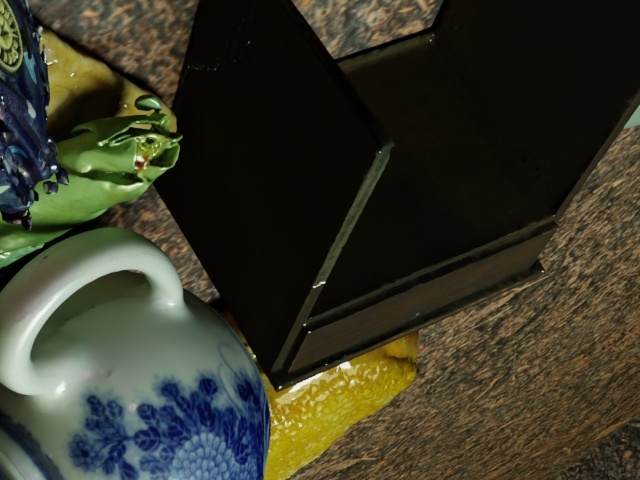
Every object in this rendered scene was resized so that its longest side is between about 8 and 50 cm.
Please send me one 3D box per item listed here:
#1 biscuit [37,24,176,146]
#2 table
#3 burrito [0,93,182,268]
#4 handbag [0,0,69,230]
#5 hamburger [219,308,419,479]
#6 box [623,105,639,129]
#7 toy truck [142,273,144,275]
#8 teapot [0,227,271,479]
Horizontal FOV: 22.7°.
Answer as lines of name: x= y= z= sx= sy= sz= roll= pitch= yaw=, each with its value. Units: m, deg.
biscuit: x=-0.175 y=-0.073 z=1.008 sx=0.118 sy=0.029 sz=0.247 roll=-36 pitch=159 yaw=11
table: x=0.055 y=-0.080 z=1.088 sx=0.250 sy=0.196 sz=0.282 roll=-20 pitch=156 yaw=-27
burrito: x=-0.220 y=-0.010 z=1.006 sx=0.288 sy=0.054 sz=0.104 roll=-27 pitch=159 yaw=17
handbag: x=-0.196 y=-0.103 z=0.744 sx=0.113 sy=0.162 sz=0.260 roll=-18 pitch=158 yaw=-1
hamburger: x=-0.045 y=0.119 z=1.471 sx=0.283 sy=0.144 sz=0.156 roll=-37 pitch=149 yaw=9
box: x=0.235 y=-0.153 z=1.323 sx=0.210 sy=0.045 sz=0.270 roll=-15 pitch=161 yaw=10
toy truck: x=-0.164 y=0.132 z=1.363 sx=0.208 sy=0.113 sz=0.126 roll=-44 pitch=156 yaw=29
teapot: x=-0.181 y=0.156 z=1.133 sx=0.280 sy=0.252 sz=0.424 roll=-34 pitch=150 yaw=-36
